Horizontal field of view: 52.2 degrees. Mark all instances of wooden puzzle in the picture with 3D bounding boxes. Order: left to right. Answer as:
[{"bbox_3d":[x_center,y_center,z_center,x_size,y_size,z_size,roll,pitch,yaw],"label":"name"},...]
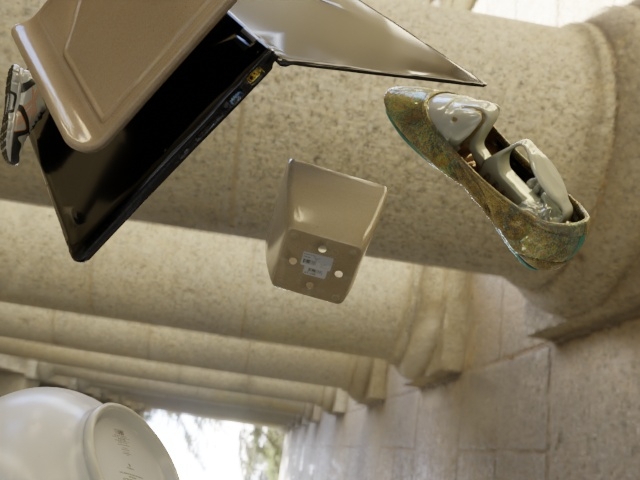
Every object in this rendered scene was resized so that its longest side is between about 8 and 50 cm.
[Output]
[{"bbox_3d":[-0.179,-0.223,0.630,0.221,0.238,0.044,53,-171,31],"label":"wooden puzzle"}]

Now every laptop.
[{"bbox_3d":[-0.108,-0.183,0.771,0.408,0.236,0.382,-45,47,6],"label":"laptop"}]

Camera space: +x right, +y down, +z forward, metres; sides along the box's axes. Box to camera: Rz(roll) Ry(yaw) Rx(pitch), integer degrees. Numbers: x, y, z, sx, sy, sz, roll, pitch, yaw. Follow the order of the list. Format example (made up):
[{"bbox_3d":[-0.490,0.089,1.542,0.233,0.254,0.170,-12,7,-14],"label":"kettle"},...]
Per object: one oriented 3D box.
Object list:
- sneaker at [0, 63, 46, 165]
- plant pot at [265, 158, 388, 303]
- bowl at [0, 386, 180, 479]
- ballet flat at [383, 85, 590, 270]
[{"bbox_3d":[-0.323,-0.135,0.716,0.040,0.043,0.109,8,90,53],"label":"sneaker"},{"bbox_3d":[0.000,0.000,0.657,0.096,0.108,0.109,-79,7,-54],"label":"plant pot"},{"bbox_3d":[-0.223,0.250,0.618,0.298,0.134,0.298,57,-176,-6],"label":"bowl"},{"bbox_3d":[0.226,-0.116,0.882,0.349,0.123,0.123,52,158,17],"label":"ballet flat"}]
